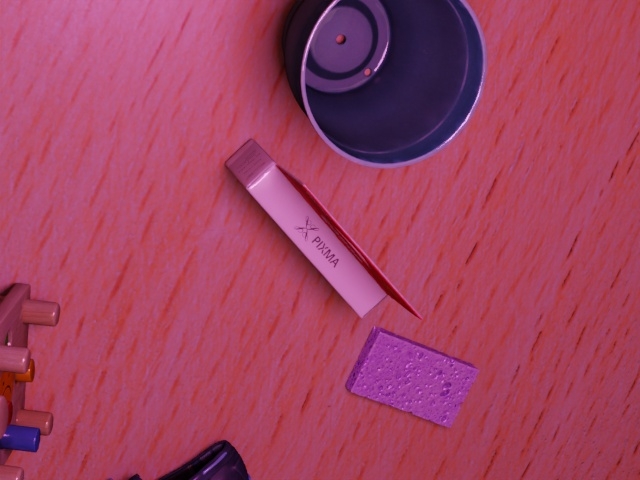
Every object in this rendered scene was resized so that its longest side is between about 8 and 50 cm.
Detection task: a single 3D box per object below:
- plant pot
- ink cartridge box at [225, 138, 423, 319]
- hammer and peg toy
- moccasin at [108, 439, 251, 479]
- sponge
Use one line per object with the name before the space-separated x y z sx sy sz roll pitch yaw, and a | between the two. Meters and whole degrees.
plant pot | 0.065 -0.267 1.936 0.271 0.255 0.272 -6 110 -17
ink cartridge box | 0.000 0.000 2.006 0.066 0.261 0.296 -42 116 -2
hammer and peg toy | -0.469 0.238 1.886 0.127 0.361 0.266 7 108 0
moccasin | -0.281 0.420 2.152 0.342 0.137 0.117 -25 111 -24
sponge | 0.156 0.232 2.271 0.210 0.031 0.117 22 100 -25
